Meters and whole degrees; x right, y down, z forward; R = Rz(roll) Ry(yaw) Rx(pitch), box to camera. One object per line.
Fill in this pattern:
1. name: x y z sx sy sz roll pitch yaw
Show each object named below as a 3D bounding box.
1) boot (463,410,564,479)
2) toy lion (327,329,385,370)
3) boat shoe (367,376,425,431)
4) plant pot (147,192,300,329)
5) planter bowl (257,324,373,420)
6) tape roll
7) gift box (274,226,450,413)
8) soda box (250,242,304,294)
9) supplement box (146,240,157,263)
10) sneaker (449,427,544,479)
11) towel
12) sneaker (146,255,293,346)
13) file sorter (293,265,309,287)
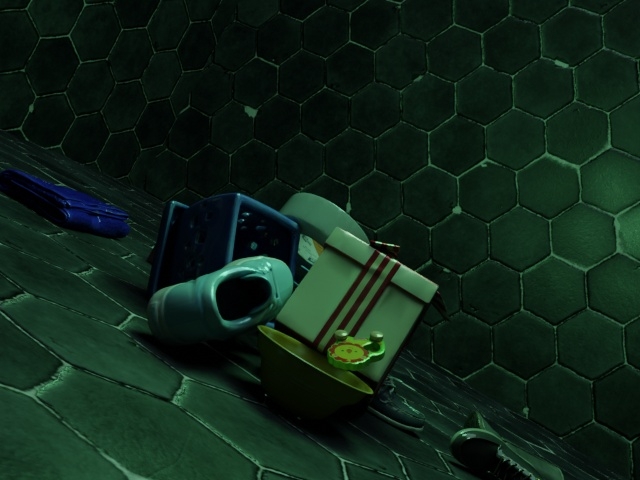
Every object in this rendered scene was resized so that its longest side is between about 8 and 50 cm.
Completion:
1. boot: 0.441 0.485 1.889 0.208 0.076 0.190 21 17 -12
2. toy lion: 0.061 0.187 1.380 0.100 0.034 0.096 2 23 -5
3. boat shoe: 0.109 0.305 1.693 0.254 0.079 0.095 29 1 15
4. plant pot: -0.197 0.047 1.629 0.212 0.236 0.236 2 -13 30
5. planter bowl: -0.030 0.229 1.335 0.217 0.090 0.217 30 -1 1
6. tape roll: 0.000 0.000 1.772 0.219 0.072 0.219 31 -26 17
7. gift box: 0.083 0.158 1.580 0.276 0.258 0.255 32 -24 6
8. soda box: -0.102 0.081 1.883 0.210 0.067 0.071 38 -6 -7
9. supplement box: -0.336 0.041 2.088 0.080 0.104 0.188 29 2 30
10. sneaker: 0.358 0.440 1.588 0.222 0.083 0.118 29 1 -17
11. towel: -0.618 -0.094 2.020 0.227 0.076 0.308 30 1 16
12. sneaker: -0.119 0.100 1.391 0.150 0.135 0.366 -11 6 30
13. file sorter: -0.047 0.154 1.778 0.104 0.170 0.118 47 -8 -28
